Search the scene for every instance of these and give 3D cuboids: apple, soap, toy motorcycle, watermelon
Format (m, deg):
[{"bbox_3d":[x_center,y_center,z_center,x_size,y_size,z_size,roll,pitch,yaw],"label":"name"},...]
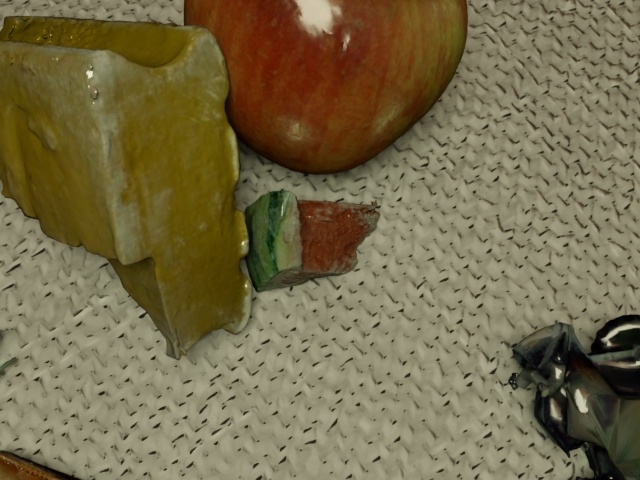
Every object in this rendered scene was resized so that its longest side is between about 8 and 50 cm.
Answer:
[{"bbox_3d":[-0.005,-0.214,0.628,0.302,0.301,0.301,1,72,-2],"label":"apple"},{"bbox_3d":[-0.240,-0.065,0.623,0.339,0.304,0.169,17,32,35],"label":"soap"},{"bbox_3d":[0.245,0.192,0.575,0.159,0.106,0.270,17,83,7],"label":"toy motorcycle"},{"bbox_3d":[-0.023,0.003,0.659,0.158,0.121,0.097,-3,86,-49],"label":"watermelon"}]

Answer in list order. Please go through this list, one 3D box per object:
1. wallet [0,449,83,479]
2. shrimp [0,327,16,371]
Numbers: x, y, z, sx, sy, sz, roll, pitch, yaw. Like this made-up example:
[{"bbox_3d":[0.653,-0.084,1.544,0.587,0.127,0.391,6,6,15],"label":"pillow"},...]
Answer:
[{"bbox_3d":[-0.272,0.312,0.554,0.161,0.042,0.195,17,76,10],"label":"wallet"},{"bbox_3d":[-0.358,0.163,0.581,0.082,0.076,0.174,19,72,-19],"label":"shrimp"}]
